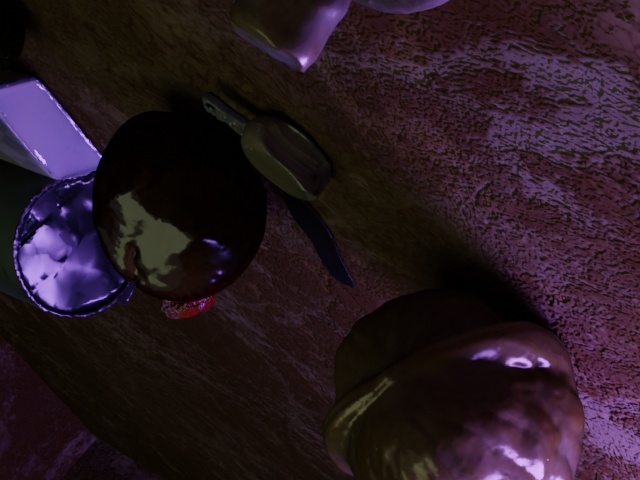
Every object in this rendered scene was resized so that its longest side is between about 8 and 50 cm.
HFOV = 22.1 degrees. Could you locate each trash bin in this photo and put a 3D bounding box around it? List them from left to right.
[{"bbox_3d":[-0.426,-0.011,2.499,0.277,0.217,0.262,40,165,-34],"label":"trash bin"}]

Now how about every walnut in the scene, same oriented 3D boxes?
[{"bbox_3d":[0.143,0.190,1.761,0.285,0.285,0.296,66,-175,-53],"label":"walnut"}]

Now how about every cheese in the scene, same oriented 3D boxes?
[{"bbox_3d":[-0.061,-0.110,1.806,0.171,0.047,0.092,42,161,-3],"label":"cheese"}]

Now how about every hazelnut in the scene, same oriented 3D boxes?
[{"bbox_3d":[-0.159,-0.046,1.961,0.218,0.218,0.233,21,134,46],"label":"hazelnut"}]

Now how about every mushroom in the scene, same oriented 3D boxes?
[{"bbox_3d":[0.009,-0.237,1.156,0.206,0.209,0.206,61,179,2],"label":"mushroom"}]

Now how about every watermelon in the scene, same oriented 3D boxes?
[{"bbox_3d":[-0.425,-0.259,2.090,0.133,0.105,0.105,37,165,48],"label":"watermelon"}]

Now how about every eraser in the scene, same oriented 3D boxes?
[{"bbox_3d":[-0.505,-0.197,2.440,0.397,0.082,0.213,19,151,49],"label":"eraser"}]

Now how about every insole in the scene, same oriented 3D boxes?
[{"bbox_3d":[0.000,0.000,2.008,0.064,0.004,0.188,26,157,38],"label":"insole"}]

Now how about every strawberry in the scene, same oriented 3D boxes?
[{"bbox_3d":[-0.204,0.083,2.501,0.096,0.083,0.083,19,153,30],"label":"strawberry"}]
